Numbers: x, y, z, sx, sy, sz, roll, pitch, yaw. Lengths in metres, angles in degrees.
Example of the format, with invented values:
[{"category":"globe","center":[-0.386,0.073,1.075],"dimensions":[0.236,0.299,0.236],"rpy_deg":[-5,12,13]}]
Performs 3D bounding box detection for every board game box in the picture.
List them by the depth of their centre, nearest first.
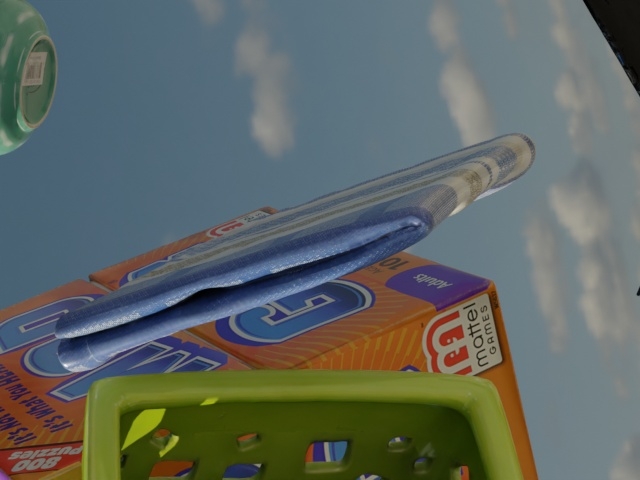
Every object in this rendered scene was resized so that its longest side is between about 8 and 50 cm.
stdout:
[{"category":"board game box","center":[-0.070,0.220,1.233],"dimensions":[0.356,0.356,0.356],"rpy_deg":[18,126,60]}]

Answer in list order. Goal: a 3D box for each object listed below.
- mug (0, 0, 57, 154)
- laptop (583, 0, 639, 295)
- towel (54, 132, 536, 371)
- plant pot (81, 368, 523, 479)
[{"category":"mug","center":[-0.266,-0.120,1.245],"dimensions":[0.129,0.097,0.157],"rpy_deg":[86,-163,-54]},{"category":"laptop","center":[0.299,-0.133,1.280],"dimensions":[0.234,0.136,0.264],"rpy_deg":[-40,-76,-29]},{"category":"towel","center":[0.000,0.000,0.866],"dimensions":[0.034,0.209,0.285],"rpy_deg":[70,-161,-4]},{"category":"plant pot","center":[-0.017,0.217,0.852],"dimensions":[0.207,0.228,0.227],"rpy_deg":[107,159,-50]}]
